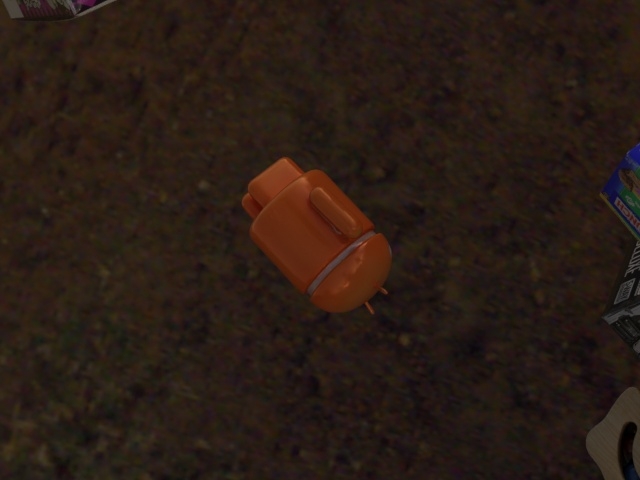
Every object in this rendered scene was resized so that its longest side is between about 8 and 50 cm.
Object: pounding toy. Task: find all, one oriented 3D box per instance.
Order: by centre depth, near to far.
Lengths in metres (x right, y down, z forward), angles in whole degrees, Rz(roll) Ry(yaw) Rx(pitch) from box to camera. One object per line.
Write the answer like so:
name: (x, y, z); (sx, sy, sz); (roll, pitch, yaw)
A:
pounding toy: (0.443, 0.307, 1.773); (0.154, 0.155, 0.269); (-33, 63, 15)

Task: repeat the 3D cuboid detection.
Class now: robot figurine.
robot figurine: (0.000, 0.000, 1.758); (0.219, 0.128, 0.158); (47, 115, 9)

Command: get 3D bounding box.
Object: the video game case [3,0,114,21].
video game case: (-0.113, -0.227, 1.046); (0.232, 0.042, 0.210); (-29, 18, -17)

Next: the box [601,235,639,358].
box: (0.482, 0.102, 1.671); (0.076, 0.307, 0.242); (-27, 23, 45)

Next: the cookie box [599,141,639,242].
cookie box: (0.300, -0.036, 1.247); (0.040, 0.107, 0.092); (-36, 76, -13)
